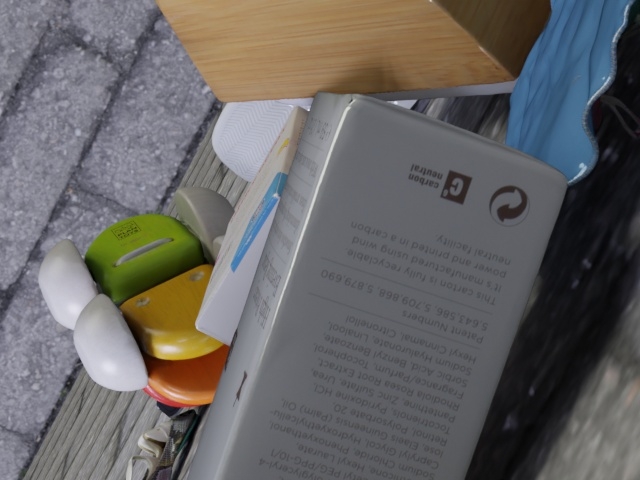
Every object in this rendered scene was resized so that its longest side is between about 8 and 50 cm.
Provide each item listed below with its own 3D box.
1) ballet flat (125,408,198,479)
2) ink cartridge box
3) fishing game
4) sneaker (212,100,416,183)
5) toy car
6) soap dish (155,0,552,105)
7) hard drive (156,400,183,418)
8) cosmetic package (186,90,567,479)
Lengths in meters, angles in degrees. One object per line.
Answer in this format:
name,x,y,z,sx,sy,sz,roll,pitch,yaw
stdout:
ballet flat,-0.131,0.174,1.276,0.041,0.041,0.114,-53,13,47
ink cartridge box,0.000,0.000,0.873,0.092,0.090,0.143,-58,9,26
fishing game,0.107,-0.072,0.625,0.189,0.041,0.264,-98,27,-82
sneaker,0.038,-0.152,1.103,0.292,0.108,0.169,-36,25,50
toy car,-0.115,0.056,1.220,0.182,0.159,0.136,47,157,48
soap dish,0.041,-0.190,0.855,0.291,0.118,0.228,4,66,59
hard drive,-0.102,0.093,1.346,0.094,0.022,0.135,-49,10,4
cosmetic package,0.003,0.068,0.570,0.117,0.086,0.231,-136,66,-83
